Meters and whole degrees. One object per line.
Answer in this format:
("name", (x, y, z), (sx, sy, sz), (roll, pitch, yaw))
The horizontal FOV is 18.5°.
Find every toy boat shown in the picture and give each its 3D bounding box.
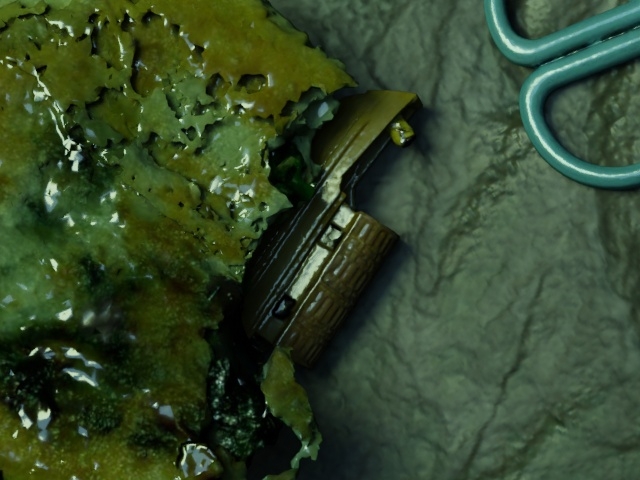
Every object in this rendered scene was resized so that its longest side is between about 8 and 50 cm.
("toy boat", (0.000, 0.000, 1.280), (0.088, 0.068, 0.226), (35, 90, 11))

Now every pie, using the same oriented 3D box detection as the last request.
("pie", (-0.129, -0.009, 1.180), (0.296, 0.078, 0.371), (11, 71, -9))

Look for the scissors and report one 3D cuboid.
("scissors", (0.324, -0.183, 1.229), (0.447, 0.029, 0.193), (-21, 79, 12))
